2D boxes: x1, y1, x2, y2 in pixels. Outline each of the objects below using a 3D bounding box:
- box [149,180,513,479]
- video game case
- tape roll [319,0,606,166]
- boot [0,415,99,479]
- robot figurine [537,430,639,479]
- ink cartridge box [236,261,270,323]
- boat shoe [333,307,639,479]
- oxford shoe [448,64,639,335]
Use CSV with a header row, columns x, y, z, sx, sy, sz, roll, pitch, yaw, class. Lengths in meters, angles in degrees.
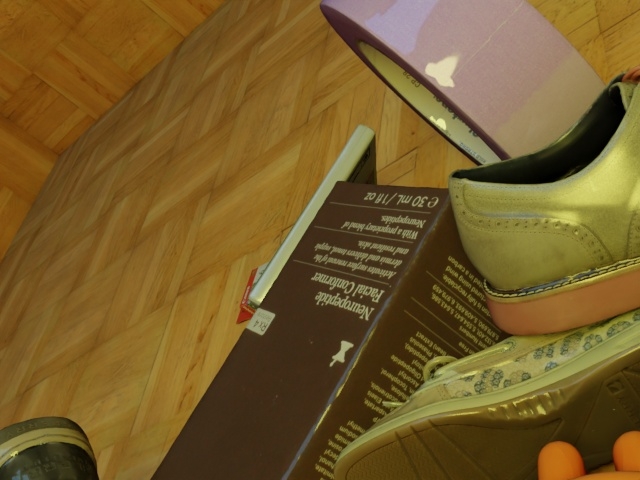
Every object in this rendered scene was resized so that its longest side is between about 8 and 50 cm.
x,y,z,sx,sy,sz,roll,pitch,yaw,class
0.009,0.138,0.693,0.191,0.143,0.381,10,67,59,box
0.000,0.000,0.871,0.212,0.023,0.193,-58,-13,-12,video game case
0.129,-0.145,0.698,0.090,0.275,0.275,-47,27,6,tape roll
-0.186,0.363,0.620,0.284,0.138,0.377,29,116,50,boot
0.156,0.206,0.392,0.219,0.158,0.128,-86,16,-48,robot figurine
-0.076,0.063,1.032,0.115,0.029,0.063,-25,38,41,ink cartridge box
0.142,0.117,0.555,0.285,0.104,0.089,-24,21,17,boat shoe
0.249,-0.060,0.502,0.348,0.130,0.123,-26,15,11,oxford shoe
